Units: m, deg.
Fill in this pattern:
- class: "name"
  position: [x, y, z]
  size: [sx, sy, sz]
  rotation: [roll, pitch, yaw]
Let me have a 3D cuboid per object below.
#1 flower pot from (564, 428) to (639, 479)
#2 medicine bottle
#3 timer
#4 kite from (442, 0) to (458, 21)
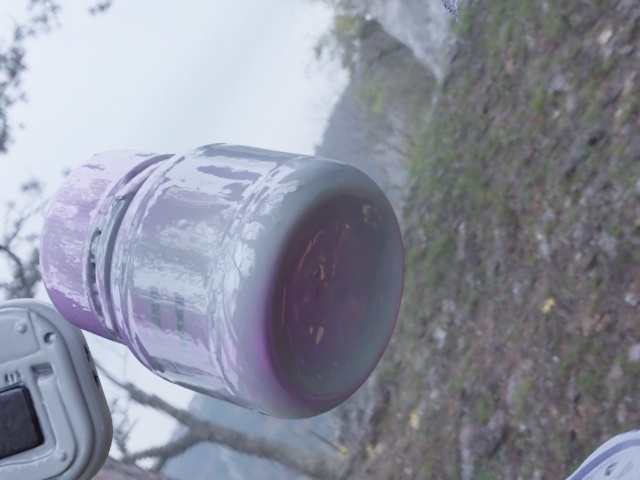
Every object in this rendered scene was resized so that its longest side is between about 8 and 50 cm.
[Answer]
- class: "flower pot"
  position: [0.300, 0.296, 0.912]
  size: [0.265, 0.243, 0.265]
  rotation: [-48, 0, 0]
- class: "medicine bottle"
  position: [-0.105, 0.027, 1.140]
  size: [0.256, 0.325, 0.256]
  rotation: [-15, -70, -48]
- class: "timer"
  position: [-0.384, 0.200, 1.299]
  size: [0.262, 0.237, 0.087]
  rotation: [-19, -4, 6]
- class: "kite"
  position: [0.108, -0.435, 1.429]
  size: [0.360, 0.022, 0.204]
  rotation: [-113, 8, -49]
